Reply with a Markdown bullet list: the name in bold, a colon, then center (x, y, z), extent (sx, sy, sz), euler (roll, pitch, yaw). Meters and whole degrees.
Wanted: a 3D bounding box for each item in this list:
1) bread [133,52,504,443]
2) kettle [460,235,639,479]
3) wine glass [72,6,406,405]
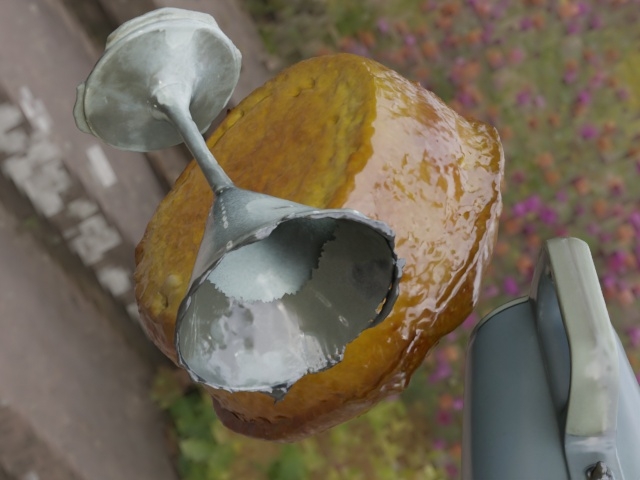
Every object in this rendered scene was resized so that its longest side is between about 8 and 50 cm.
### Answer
- **bread**: center (-0.002, 0.005, 1.450), extent (0.172, 0.312, 0.312), euler (38, 24, -29)
- **kettle**: center (0.164, 0.134, 1.291), extent (0.243, 0.160, 0.211), euler (-94, -178, -48)
- **wine glass**: center (-0.063, -0.033, 1.206), extent (0.156, 0.156, 0.232), euler (50, 6, -50)
